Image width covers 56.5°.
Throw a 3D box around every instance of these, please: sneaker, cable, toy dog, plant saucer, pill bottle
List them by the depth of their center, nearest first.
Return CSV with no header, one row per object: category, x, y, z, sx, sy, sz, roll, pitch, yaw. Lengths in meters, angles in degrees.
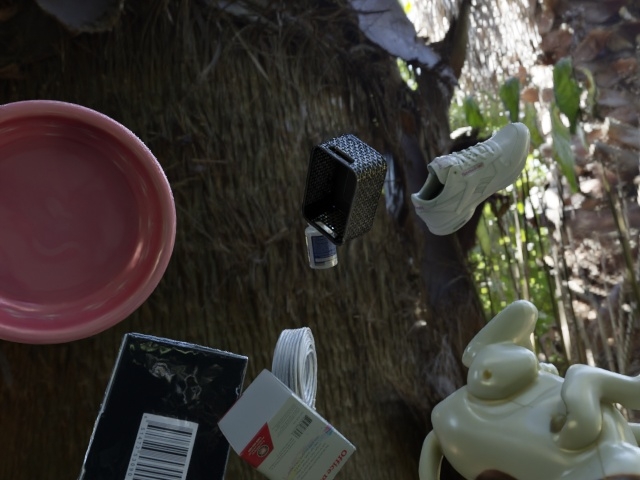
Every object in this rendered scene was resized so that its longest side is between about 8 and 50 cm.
plant saucer,-0.376,-0.025,0.836,0.332,0.332,0.084,10,3,-29
toy dog,0.382,0.345,0.947,0.395,0.408,0.284,-30,-56,-13
sneaker,0.327,-0.151,1.294,0.305,0.114,0.152,-47,-57,5
pill bottle,0.000,0.000,1.369,0.067,0.120,0.067,-7,14,2
cable,-0.070,0.369,1.644,0.089,0.257,0.257,1,-23,11

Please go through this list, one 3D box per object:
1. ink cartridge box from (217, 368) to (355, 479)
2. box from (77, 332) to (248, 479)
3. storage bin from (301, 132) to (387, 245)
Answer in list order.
ink cartridge box,-0.058,0.336,1.018,0.176,0.128,0.127,47,-14,-24
box,-0.378,0.538,1.409,0.297,0.479,0.471,14,-30,-8
storage bin,0.042,-0.096,1.130,0.084,0.122,0.180,-26,-37,-36
